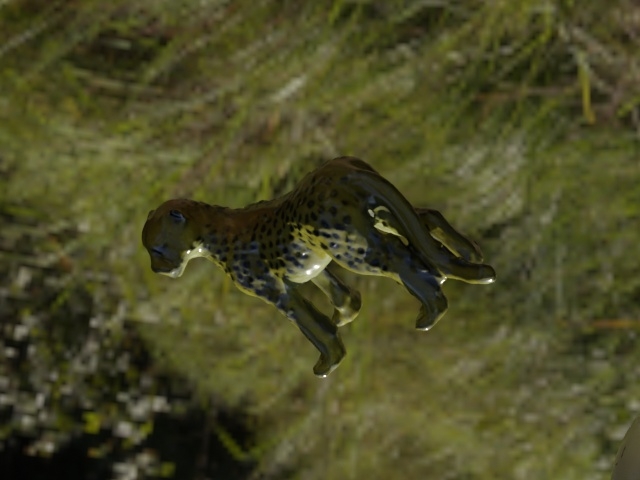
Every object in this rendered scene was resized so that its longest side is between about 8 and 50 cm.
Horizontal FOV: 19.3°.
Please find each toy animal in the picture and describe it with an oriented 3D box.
[{"bbox_3d":[0.000,0.000,1.028,0.136,0.073,0.181,41,146,-18],"label":"toy animal"}]

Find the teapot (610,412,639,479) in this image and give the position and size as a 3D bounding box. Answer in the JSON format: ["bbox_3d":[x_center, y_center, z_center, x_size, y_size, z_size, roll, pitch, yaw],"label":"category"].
[{"bbox_3d":[0.263,0.166,0.996,0.299,0.208,0.166,15,122,-30],"label":"teapot"}]
